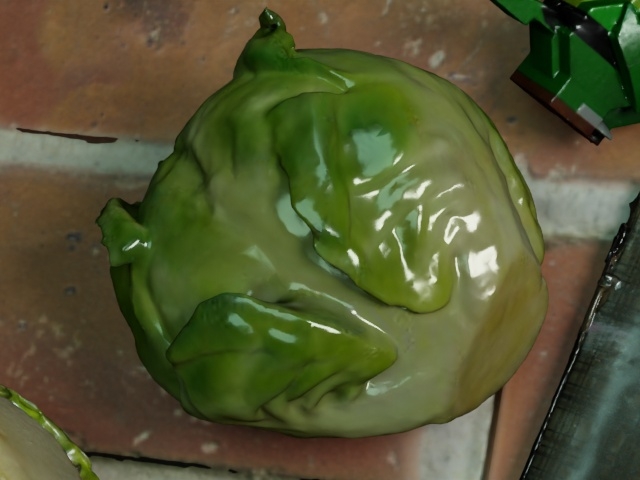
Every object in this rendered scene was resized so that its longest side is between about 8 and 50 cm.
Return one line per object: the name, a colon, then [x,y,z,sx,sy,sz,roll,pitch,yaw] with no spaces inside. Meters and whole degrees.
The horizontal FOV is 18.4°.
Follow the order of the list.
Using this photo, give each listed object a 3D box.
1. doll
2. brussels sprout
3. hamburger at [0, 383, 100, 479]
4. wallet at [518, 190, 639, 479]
doll: [0.207,-0.148,1.314,0.186,0.106,0.134,-25,111,-6]
brussels sprout: [0.000,0.002,1.281,0.294,0.227,0.259,26,97,15]
hamburger: [-0.270,0.224,1.318,0.300,0.176,0.300,-5,73,15]
wallet: [0.226,0.122,1.266,0.169,0.044,0.317,18,78,26]
